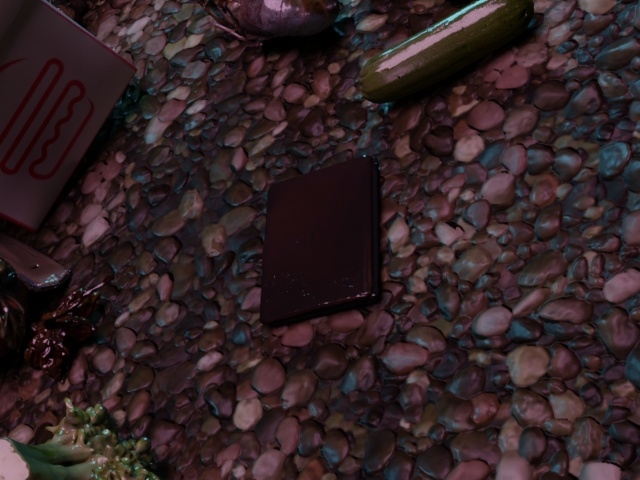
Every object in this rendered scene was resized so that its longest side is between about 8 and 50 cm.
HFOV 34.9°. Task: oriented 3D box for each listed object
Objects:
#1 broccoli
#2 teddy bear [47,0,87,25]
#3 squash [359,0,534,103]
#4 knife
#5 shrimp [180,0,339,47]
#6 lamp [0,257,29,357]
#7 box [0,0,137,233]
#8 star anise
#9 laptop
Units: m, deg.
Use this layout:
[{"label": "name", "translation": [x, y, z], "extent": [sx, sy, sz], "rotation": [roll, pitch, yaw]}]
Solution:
[{"label": "broccoli", "translation": [-0.280, 0.285, 1.034], "extent": [0.247, 0.243, 0.262], "rotation": [-15, 57, 6]}, {"label": "teddy bear", "translation": [-0.463, -0.394, 1.743], "extent": [0.119, 0.078, 0.160], "rotation": [-29, 62, -18]}, {"label": "squash", "translation": [0.152, -0.237, 1.252], "extent": [0.239, 0.069, 0.069], "rotation": [-28, 49, 10]}, {"label": "knife", "translation": [-0.489, 0.011, 1.487], "extent": [0.365, 0.043, 0.089], "rotation": [23, 46, 37]}, {"label": "shrimp", "translation": [-0.111, -0.349, 1.462], "extent": [0.145, 0.116, 0.343], "rotation": [-36, 39, -27]}, {"label": "lamp", "translation": [-0.464, 0.117, 1.336], "extent": [0.223, 0.151, 0.215], "rotation": [-57, 38, 44]}, {"label": "box", "translation": [-0.515, -0.237, 1.481], "extent": [0.314, 0.300, 0.312], "rotation": [29, 87, 41]}, {"label": "star anise", "translation": [-0.317, 0.102, 1.299], "extent": [0.191, 0.070, 0.097], "rotation": [-39, 35, 19]}, {"label": "laptop", "translation": [0.000, 0.000, 1.212], "extent": [0.154, 0.026, 0.207], "rotation": [-17, 51, 24]}]
